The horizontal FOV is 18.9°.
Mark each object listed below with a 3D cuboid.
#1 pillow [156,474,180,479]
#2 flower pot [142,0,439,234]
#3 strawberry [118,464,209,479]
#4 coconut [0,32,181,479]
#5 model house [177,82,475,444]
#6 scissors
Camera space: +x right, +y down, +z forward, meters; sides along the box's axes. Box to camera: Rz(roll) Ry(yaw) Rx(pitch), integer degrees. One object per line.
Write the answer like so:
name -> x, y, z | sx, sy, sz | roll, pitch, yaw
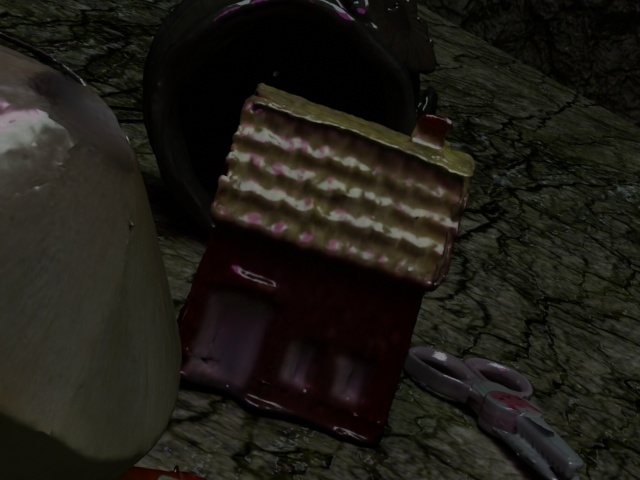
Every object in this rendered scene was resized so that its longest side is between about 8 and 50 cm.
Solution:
pillow -> 0.056, 0.244, 0.993 | 0.274, 0.076, 0.281 | 35, 6, -34
flower pot -> -0.021, -0.134, 1.868 | 0.302, 0.301, 0.213 | 17, 20, -9
strawberry -> -0.090, 0.193, 1.113 | 0.188, 0.082, 0.121 | 13, 35, -55
coconut -> -0.222, 0.029, 1.005 | 0.323, 0.323, 0.323 | 18, 16, -5
model house -> 0.000, 0.000, 1.519 | 0.196, 0.254, 0.160 | 20, 12, -2
scissors -> 0.159, 0.148, 1.617 | 0.118, 0.030, 0.242 | 12, 14, -25
